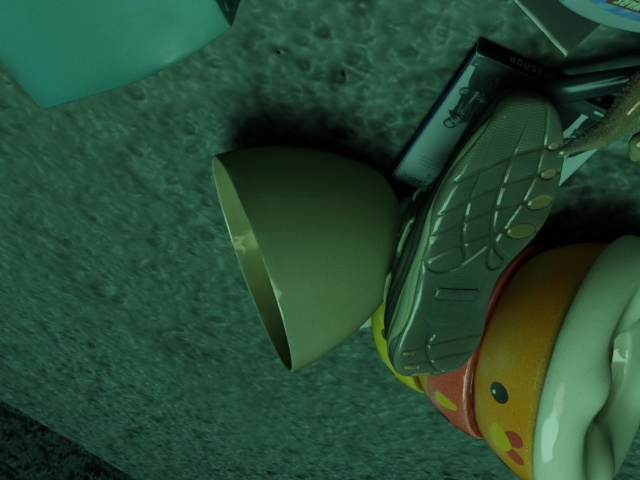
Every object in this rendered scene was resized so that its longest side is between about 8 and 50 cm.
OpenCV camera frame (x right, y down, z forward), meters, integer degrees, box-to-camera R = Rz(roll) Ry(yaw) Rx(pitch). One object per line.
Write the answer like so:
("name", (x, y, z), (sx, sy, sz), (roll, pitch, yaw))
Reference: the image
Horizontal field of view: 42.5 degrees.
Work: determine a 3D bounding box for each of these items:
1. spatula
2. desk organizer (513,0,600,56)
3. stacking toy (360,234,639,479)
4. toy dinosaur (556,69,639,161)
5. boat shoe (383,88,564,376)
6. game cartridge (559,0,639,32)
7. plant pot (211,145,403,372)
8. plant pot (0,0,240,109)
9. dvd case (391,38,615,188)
("spatula", (0.332, -0.169, 0.782), (0.297, 0.030, 0.084), (-11, 138, 25))
("desk organizer", (0.194, -0.233, 0.749), (0.130, 0.050, 0.047), (43, 109, -10))
("stacking toy", (0.191, 0.122, 1.123), (0.480, 0.350, 0.350), (15, 152, 36))
("toy dinosaur", (0.365, -0.121, 0.708), (0.296, 0.127, 0.200), (9, 134, 18))
("boat shoe", (0.140, -0.013, 0.900), (0.132, 0.130, 0.355), (7, 122, -24))
("game cartridge", (0.285, -0.217, 0.585), (0.297, 0.062, 0.198), (-3, 163, -43))
("plant pot", (0.000, 0.000, 1.037), (0.191, 0.284, 0.284), (-19, 148, -11))
("plant pot", (-0.201, -0.260, 0.808), (0.234, 0.165, 0.165), (-6, 141, 22))
("dvd case", (0.207, -0.112, 0.948), (0.179, 0.029, 0.238), (22, 148, -7))
